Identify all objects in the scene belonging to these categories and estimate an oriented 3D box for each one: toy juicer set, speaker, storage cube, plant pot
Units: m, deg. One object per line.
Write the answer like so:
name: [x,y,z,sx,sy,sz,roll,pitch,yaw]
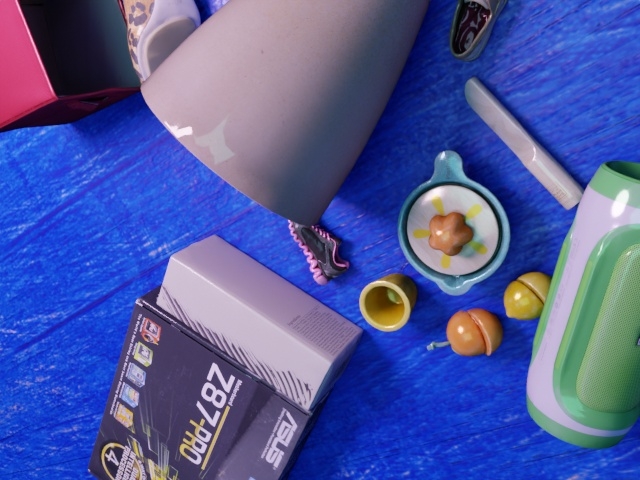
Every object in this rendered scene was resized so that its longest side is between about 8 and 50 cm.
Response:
toy juicer set: [0.190,0.004,0.768,0.209,0.089,0.329,30,116,16]
speaker: [0.314,0.071,0.706,0.131,0.131,0.296,17,113,21]
storage cube: [-0.395,-0.270,0.924,0.193,0.183,0.215,-14,100,31]
plant pot: [-0.015,-0.203,0.740,0.256,0.256,0.274,43,103,9]

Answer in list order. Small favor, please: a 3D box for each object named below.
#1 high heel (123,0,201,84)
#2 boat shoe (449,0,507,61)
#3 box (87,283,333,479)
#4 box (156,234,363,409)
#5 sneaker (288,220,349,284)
high heel: [-0.245,-0.341,0.904,0.186,0.093,0.261,46,136,33]
boat shoe: [0.176,-0.262,0.715,0.050,0.045,0.135,21,114,19]
box: [-0.194,0.308,1.056,0.318,0.097,0.395,30,117,12]
box: [-0.087,0.109,0.931,0.275,0.113,0.094,32,119,16]
sneaker: [0.000,0.000,0.893,0.057,0.047,0.119,-23,102,24]
